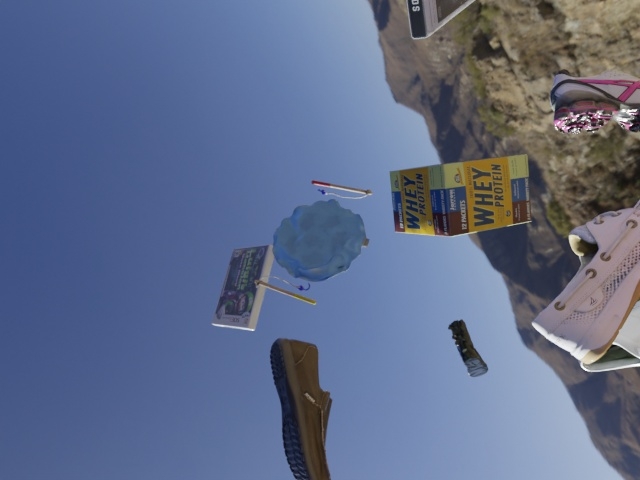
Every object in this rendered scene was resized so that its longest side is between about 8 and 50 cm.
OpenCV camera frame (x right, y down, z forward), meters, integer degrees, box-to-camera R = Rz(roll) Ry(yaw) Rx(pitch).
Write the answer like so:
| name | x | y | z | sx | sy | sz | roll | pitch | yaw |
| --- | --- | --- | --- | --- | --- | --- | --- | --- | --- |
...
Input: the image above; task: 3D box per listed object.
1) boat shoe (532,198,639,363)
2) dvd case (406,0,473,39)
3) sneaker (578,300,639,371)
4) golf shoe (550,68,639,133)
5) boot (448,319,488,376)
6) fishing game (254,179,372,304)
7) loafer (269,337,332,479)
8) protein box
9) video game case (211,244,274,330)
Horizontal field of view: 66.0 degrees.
| name | x | y | z | sx | sy | sz | roll | pitch | yaw |
| --- | --- | --- | --- | --- | --- | --- | --- | --- | --- |
| boat shoe | 0.350 | 0.007 | 0.592 | 0.096 | 0.277 | 0.098 | 31 | 168 | 24 |
| dvd case | 0.174 | -0.398 | 0.648 | 0.239 | 0.029 | 0.179 | -45 | -47 | -33 |
| sneaker | 0.454 | 0.124 | 0.648 | 0.094 | 0.258 | 0.091 | 31 | -121 | -3 |
| golf shoe | 0.388 | -0.183 | 0.621 | 0.067 | 0.186 | 0.086 | 93 | 178 | -74 |
| boot | 0.324 | 0.237 | 1.085 | 0.121 | 0.045 | 0.099 | 48 | -159 | -44 |
| fishing game | 0.000 | 0.000 | 0.948 | 0.264 | 0.189 | 0.041 | -65 | -28 | -25 |
| loafer | -0.020 | 0.405 | 1.165 | 0.130 | 0.134 | 0.366 | -5 | -105 | -25 |
| protein box | 0.282 | -0.093 | 1.016 | 0.200 | 0.201 | 0.136 | -171 | 72 | -67 |
| video game case | -0.177 | 0.105 | 1.126 | 0.022 | 0.173 | 0.190 | 25 | -110 | -35 |
